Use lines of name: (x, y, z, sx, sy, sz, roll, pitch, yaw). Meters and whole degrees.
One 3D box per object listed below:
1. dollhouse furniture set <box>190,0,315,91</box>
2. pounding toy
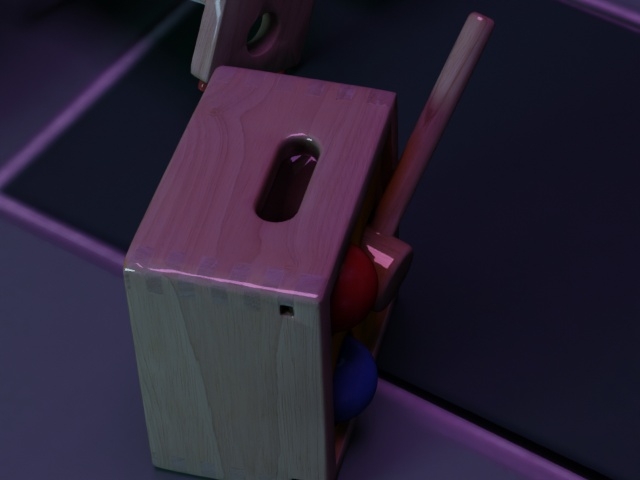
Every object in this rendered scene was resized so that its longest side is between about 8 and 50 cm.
dollhouse furniture set: (-0.024, -0.165, 0.926, 0.129, 0.129, 0.183, 32, 31, 30)
pounding toy: (0.000, 0.000, 0.735, 0.100, 0.130, 0.141, 10, 47, 12)
